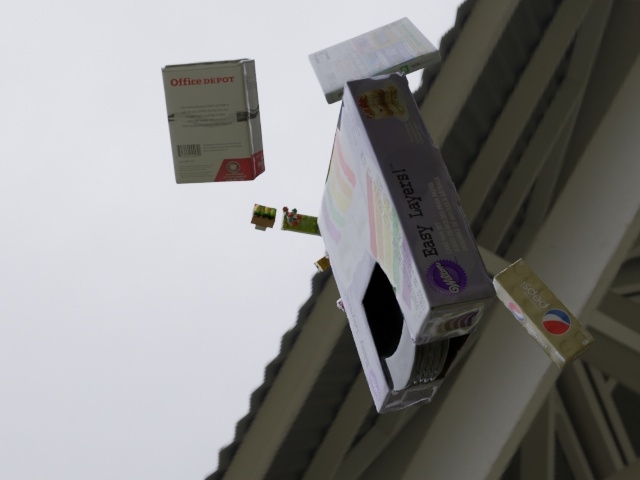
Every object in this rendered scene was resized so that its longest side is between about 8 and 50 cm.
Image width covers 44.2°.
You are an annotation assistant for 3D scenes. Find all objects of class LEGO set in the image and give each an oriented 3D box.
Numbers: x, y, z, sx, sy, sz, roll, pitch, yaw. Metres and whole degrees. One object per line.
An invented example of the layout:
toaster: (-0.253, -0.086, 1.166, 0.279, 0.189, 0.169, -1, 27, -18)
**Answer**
LEGO set: (0.000, 0.000, 1.541, 0.287, 0.107, 0.132, 44, -104, -3)

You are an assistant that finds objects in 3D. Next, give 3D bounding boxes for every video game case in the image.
video game case: (0.084, -0.307, 1.328, 0.193, 0.212, 0.023, -21, -59, 3)

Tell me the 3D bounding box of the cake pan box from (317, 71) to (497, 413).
cake pan box: (0.072, 0.014, 0.784, 0.070, 0.267, 0.245, -10, -29, -12)

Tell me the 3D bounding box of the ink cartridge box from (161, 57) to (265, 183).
ink cartridge box: (-0.195, -0.221, 1.452, 0.159, 0.092, 0.218, -1, -74, 13)

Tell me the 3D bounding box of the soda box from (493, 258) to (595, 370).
soda box: (0.365, 0.121, 1.303, 0.061, 0.181, 0.058, -33, -24, -9)
